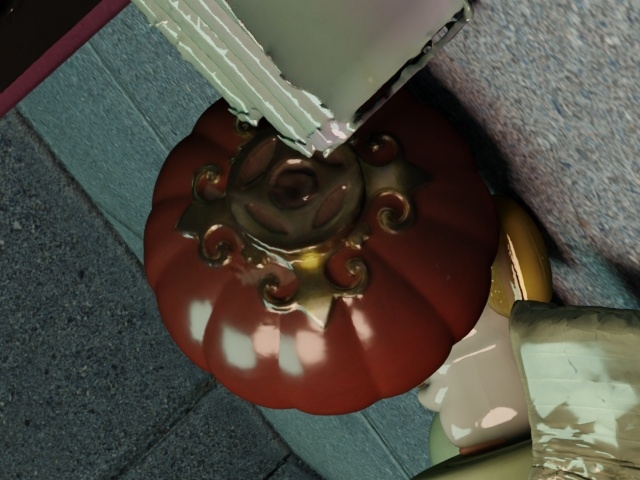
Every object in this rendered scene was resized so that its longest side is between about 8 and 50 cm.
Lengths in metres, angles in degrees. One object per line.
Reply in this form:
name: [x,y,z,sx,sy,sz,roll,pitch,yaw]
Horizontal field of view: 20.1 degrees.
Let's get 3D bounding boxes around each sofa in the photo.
sofa: [0.221,0.171,1.433,0.210,0.176,0.225,6,108,48]

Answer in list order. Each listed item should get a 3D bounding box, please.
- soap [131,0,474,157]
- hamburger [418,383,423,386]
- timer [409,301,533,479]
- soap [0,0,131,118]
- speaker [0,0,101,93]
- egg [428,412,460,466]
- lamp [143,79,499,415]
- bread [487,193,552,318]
soap: [-0.099,-0.268,1.365,0.446,0.156,0.261,47,168,0]
hamburger: [0.083,0.071,2.048,0.173,0.116,0.210,24,153,43]
timer: [0.183,0.162,1.708,0.291,0.291,0.315,137,112,-79]
soap: [-0.338,-0.271,1.982,0.081,0.259,0.181,30,159,54]
speaker: [-0.321,-0.312,1.785,0.232,0.254,0.184,33,163,52]
egg: [0.198,0.229,2.058,0.149,0.149,0.192,43,162,18]
lamp: [0.000,0.000,1.533,0.303,0.303,0.257,42,170,22]
bread: [0.172,0.012,1.602,0.082,0.056,0.115,3,113,66]
